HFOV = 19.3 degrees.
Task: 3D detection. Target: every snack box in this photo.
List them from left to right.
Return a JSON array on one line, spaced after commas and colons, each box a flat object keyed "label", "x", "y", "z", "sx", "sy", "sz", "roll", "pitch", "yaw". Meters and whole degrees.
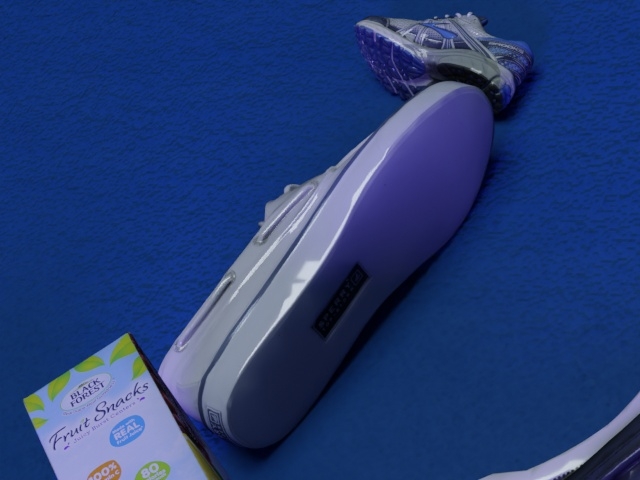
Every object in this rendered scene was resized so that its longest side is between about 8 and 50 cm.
[{"label": "snack box", "x": -0.049, "y": 0.169, "z": 0.892, "sx": 0.070, "sy": 0.174, "sz": 0.207, "roll": -32, "pitch": 39, "yaw": -3}]

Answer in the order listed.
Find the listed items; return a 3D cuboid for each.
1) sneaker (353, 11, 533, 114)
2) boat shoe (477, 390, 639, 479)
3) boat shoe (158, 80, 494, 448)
[{"label": "sneaker", "x": 0.081, "y": -0.120, "z": 1.205, "sx": 0.135, "sy": 0.052, "sz": 0.058, "roll": 25, "pitch": 56, "yaw": 38}, {"label": "boat shoe", "x": 0.163, "y": 0.130, "z": 0.830, "sx": 0.340, "sy": 0.127, "sz": 0.113, "roll": -28, "pitch": 41, "yaw": 10}, {"label": "boat shoe", "x": 0.000, "y": 0.000, "z": 1.094, "sx": 0.084, "sy": 0.095, "sz": 0.258, "roll": 24, "pitch": 64, "yaw": 41}]
